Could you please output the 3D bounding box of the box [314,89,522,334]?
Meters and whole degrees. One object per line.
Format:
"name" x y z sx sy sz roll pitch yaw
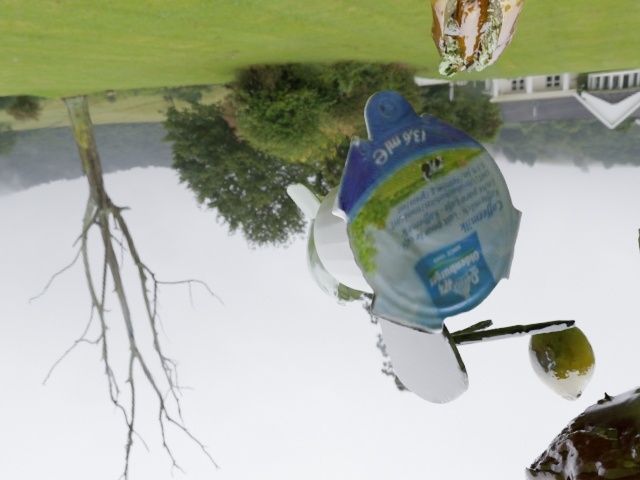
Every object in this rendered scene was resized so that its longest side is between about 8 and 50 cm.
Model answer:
"box" 0.090 -0.034 0.645 0.262 0.291 0.206 -33 -173 -22

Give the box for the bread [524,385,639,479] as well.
"bread" 0.283 0.185 0.355 0.232 0.135 0.247 -10 163 -27

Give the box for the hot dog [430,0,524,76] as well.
"hot dog" 0.250 -0.341 0.761 0.135 0.100 0.337 7 -173 14

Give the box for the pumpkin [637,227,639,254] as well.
"pumpkin" 0.540 0.091 0.606 0.199 0.332 0.332 -6 -162 29

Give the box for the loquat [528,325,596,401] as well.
"loquat" 0.599 0.295 1.141 0.152 0.195 0.152 2 159 1

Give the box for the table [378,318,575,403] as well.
"table" 0.267 0.114 0.882 0.249 0.317 0.317 -18 -159 -15

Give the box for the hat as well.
"hat" 0.007 -0.002 1.084 0.301 0.168 0.258 50 -169 25
